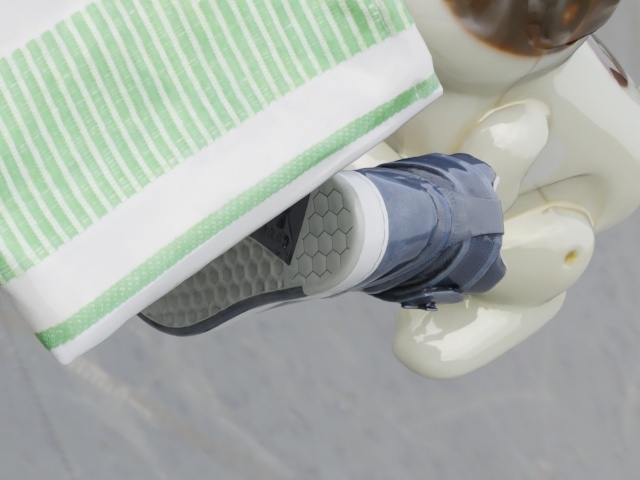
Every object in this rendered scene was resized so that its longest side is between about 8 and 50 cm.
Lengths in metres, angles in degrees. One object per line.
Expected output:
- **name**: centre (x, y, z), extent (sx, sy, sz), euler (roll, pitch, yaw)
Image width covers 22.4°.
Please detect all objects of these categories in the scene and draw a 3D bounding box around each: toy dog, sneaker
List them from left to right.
- **sneaker**: centre (0.001, 0.002, 0.911), extent (0.163, 0.226, 0.086), euler (-7, 90, -43)
- **toy dog**: centre (0.144, -0.133, 1.305), extent (0.408, 0.395, 0.284), euler (75, -2, -52)

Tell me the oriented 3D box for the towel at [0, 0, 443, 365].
- **towel**: centre (-0.099, -0.141, 0.674), extent (0.038, 0.248, 0.325), euler (10, -48, 58)
